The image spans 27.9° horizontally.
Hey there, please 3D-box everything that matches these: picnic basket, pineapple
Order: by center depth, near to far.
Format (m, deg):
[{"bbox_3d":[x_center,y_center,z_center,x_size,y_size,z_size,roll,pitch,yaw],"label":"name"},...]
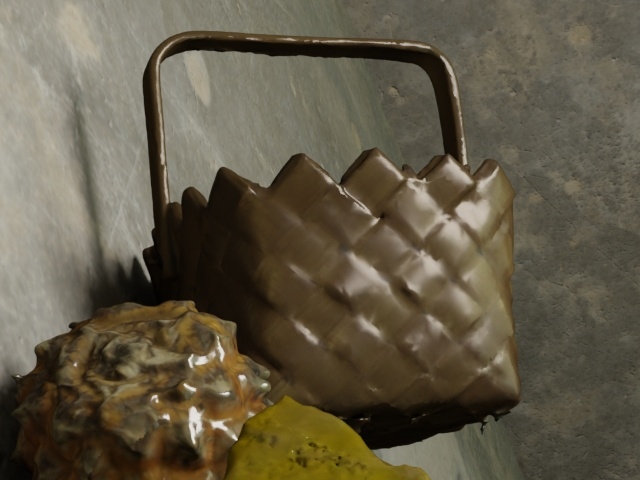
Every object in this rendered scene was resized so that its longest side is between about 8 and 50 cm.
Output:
[{"bbox_3d":[-0.095,0.132,0.756,0.166,0.166,0.193,-90,171,-53],"label":"pineapple"},{"bbox_3d":[0.000,0.000,0.973,0.291,0.254,0.321,141,-55,-67],"label":"picnic basket"}]

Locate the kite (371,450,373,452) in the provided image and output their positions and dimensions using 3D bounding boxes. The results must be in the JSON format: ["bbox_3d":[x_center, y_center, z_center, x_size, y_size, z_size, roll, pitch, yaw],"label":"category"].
[{"bbox_3d":[0.053,0.340,1.473,0.335,0.011,0.314,-87,158,-55],"label":"kite"}]

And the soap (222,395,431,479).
[{"bbox_3d":[-0.072,0.187,0.463,0.304,0.169,0.339,45,58,-55],"label":"soap"}]
